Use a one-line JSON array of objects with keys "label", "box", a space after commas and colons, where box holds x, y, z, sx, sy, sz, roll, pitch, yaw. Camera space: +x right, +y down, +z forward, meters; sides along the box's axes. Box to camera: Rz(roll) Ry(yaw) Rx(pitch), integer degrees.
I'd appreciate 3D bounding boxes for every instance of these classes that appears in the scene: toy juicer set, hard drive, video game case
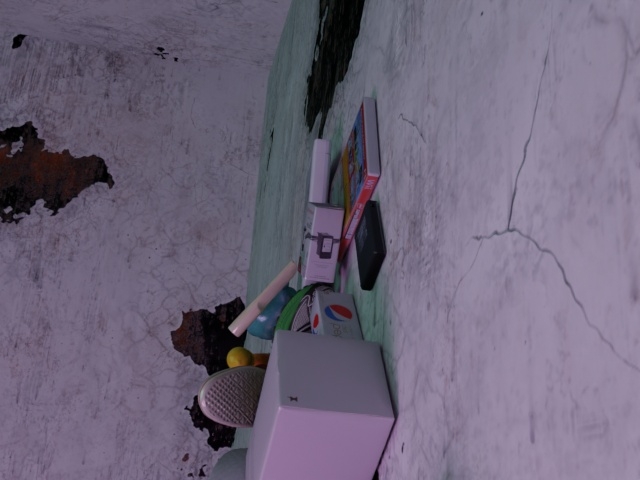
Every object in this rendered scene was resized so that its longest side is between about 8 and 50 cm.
[{"label": "toy juicer set", "box": [-0.126, 0.177, 1.596, 0.089, 0.209, 0.329, 43, 160, 31]}, {"label": "hard drive", "box": [0.085, 0.008, 1.323, 0.135, 0.022, 0.094, -94, 16, -47]}, {"label": "hard drive", "box": [-0.017, -0.026, 1.750, 0.233, 0.047, 0.353, 109, 166, -73]}, {"label": "video game case", "box": [0.064, -0.116, 1.515, 0.285, 0.025, 0.204, 111, 163, -51]}]

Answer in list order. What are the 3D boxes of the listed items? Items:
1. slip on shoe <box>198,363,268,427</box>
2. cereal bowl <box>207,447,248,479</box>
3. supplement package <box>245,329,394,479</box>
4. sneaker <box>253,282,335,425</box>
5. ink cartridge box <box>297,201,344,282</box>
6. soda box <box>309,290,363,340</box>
[{"label": "slip on shoe", "box": [-0.136, 0.306, 1.534, 0.331, 0.101, 0.123, 4, -94, -56]}, {"label": "cereal bowl", "box": [-0.087, 0.542, 1.364, 0.339, 0.141, 0.339, -10, -90, -75]}, {"label": "supplement package", "box": [-0.012, 0.316, 1.199, 0.178, 0.175, 0.293, -97, 18, -57]}, {"label": "sneaker", "box": [-0.014, 0.248, 1.489, 0.146, 0.134, 0.344, -8, 63, 41]}, {"label": "ink cartridge box", "box": [0.000, 0.000, 1.528, 0.109, 0.063, 0.151, -142, 59, -78]}, {"label": "soda box", "box": [0.030, 0.178, 1.353, 0.216, 0.073, 0.069, -102, 22, -60]}]
